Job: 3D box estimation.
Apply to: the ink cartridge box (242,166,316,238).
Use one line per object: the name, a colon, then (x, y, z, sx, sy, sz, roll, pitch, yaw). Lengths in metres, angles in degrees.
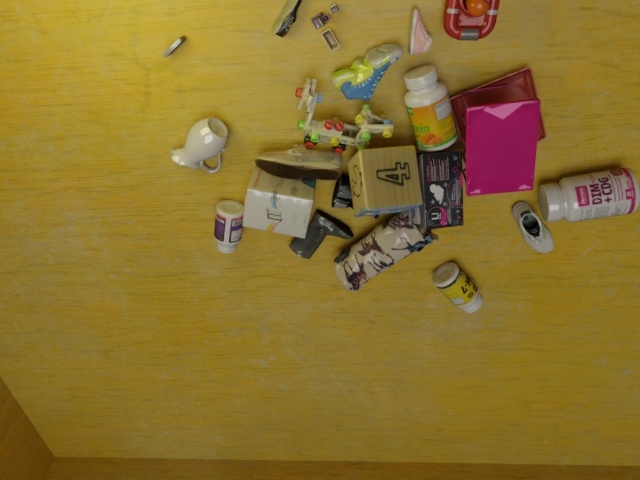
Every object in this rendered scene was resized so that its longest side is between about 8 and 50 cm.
ink cartridge box: (-0.147, -0.138, 1.825, 0.233, 0.171, 0.168, 11, 125, -3)

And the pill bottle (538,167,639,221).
pill bottle: (0.915, -0.150, 1.741, 0.283, 0.160, 0.160, -9, 124, 11)

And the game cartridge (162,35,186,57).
game cartridge: (-0.458, -0.606, 1.584, 0.083, 0.056, 0.017, -32, 110, 25)

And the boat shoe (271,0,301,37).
boat shoe: (-0.095, -0.674, 1.518, 0.042, 0.049, 0.133, 14, 123, -41)

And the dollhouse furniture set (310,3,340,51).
dollhouse furniture set: (0.034, -0.627, 1.515, 0.091, 0.081, 0.114, -25, 120, 21)

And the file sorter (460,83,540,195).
file sorter: (0.546, -0.316, 1.580, 0.202, 0.182, 0.290, -5, 124, 9)

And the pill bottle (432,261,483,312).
pill bottle: (0.558, 0.194, 2.041, 0.119, 0.119, 0.208, -35, 117, 25)

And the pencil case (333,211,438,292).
pencil case: (0.238, 0.041, 1.931, 0.410, 0.160, 0.183, -36, 101, 26)

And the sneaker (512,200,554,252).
sneaker: (0.792, -0.030, 1.879, 0.094, 0.091, 0.258, -34, 116, 25)

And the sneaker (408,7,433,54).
sneaker: (0.304, -0.626, 1.516, 0.070, 0.051, 0.134, 0, 129, 3)

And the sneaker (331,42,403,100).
sneaker: (0.160, -0.521, 1.590, 0.240, 0.091, 0.126, -17, 135, 24)

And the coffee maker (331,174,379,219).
coffee maker: (0.142, -0.179, 1.822, 0.178, 0.120, 0.171, 16, 86, -8)

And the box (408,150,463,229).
box: (0.378, -0.174, 1.700, 0.142, 0.163, 0.247, -6, 100, -10)

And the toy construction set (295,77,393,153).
toy construction set: (0.054, -0.379, 1.629, 0.328, 0.151, 0.215, 23, 159, -13)

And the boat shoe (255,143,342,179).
boat shoe: (-0.074, -0.281, 1.767, 0.303, 0.098, 0.109, 5, 160, -1)

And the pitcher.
pitcher: (-0.391, -0.322, 1.757, 0.178, 0.125, 0.207, 23, 138, -37)

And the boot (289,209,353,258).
boot: (0.001, 0.000, 1.972, 0.190, 0.076, 0.208, 33, 115, -2)

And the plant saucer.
plant saucer: (0.578, -0.405, 1.655, 0.259, 0.047, 0.259, -19, 121, 17)

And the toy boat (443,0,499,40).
toy boat: (0.433, -0.670, 1.411, 0.151, 0.151, 0.231, 2, 126, 3)

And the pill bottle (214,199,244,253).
pill bottle: (-0.353, -0.049, 1.943, 0.108, 0.108, 0.193, 11, 125, -4)

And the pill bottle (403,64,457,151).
pill bottle: (0.344, -0.420, 1.606, 0.137, 0.136, 0.245, -15, 123, 15)

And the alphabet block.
alphabet block: (0.210, -0.193, 1.677, 0.194, 0.192, 0.197, -7, 87, -11)
